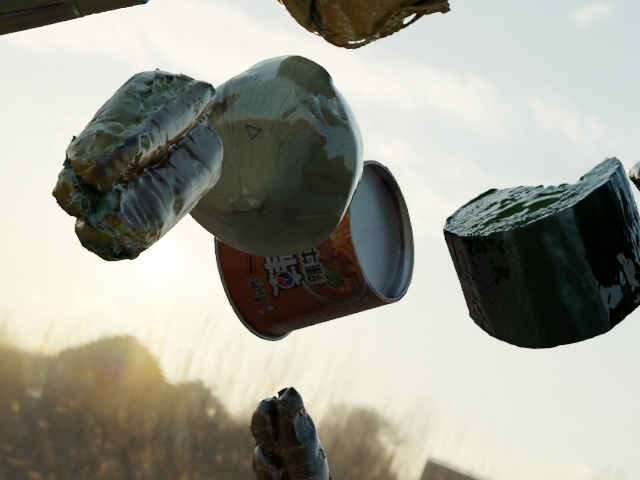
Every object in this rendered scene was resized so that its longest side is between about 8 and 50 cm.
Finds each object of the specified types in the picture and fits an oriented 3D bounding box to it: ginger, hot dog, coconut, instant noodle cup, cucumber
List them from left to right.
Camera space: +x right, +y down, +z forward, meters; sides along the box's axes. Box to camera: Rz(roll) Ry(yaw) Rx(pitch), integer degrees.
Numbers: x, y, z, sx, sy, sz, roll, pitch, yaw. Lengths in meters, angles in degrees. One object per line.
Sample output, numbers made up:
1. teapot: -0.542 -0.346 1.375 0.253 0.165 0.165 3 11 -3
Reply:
1. hot dog: -0.132 -0.064 1.181 0.072 0.115 0.269 5 16 11
2. coconut: -0.051 -0.089 1.687 0.224 0.224 0.224 21 -11 4
3. ginger: -0.048 0.277 2.150 0.103 0.162 0.073 -10 8 26
4. instant noodle cup: 0.000 0.000 2.120 0.192 0.250 0.250 -11 -27 27
5. cucumber: 0.212 0.014 1.502 0.191 0.191 0.130 6 -61 55

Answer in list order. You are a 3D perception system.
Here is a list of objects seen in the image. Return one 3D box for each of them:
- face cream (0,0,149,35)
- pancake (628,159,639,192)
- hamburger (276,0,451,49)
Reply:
1. face cream: -0.308 -0.286 1.661 0.285 0.139 0.067 -8 -20 22
2. pancake: 0.383 -0.006 1.400 0.242 0.050 0.242 34 6 -4
3. hamburger: 0.050 -0.374 1.808 0.318 0.318 0.158 31 6 -37
